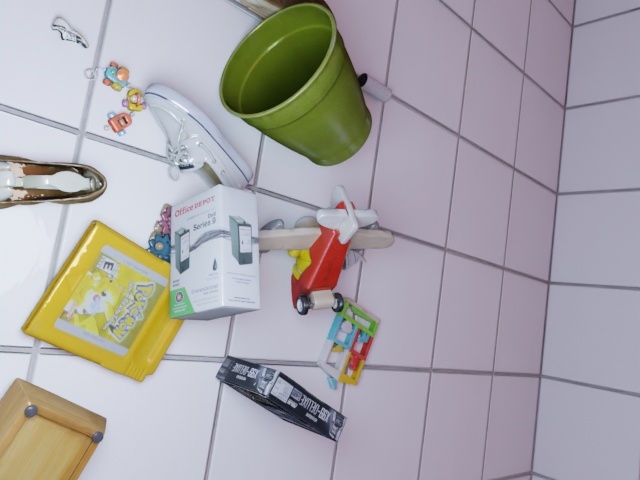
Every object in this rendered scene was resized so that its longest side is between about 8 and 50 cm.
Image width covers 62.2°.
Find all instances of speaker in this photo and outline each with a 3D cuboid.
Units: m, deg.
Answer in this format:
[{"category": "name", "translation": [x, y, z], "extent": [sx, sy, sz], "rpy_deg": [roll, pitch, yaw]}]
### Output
[{"category": "speaker", "translation": [0.190, -0.539, 1.876], "extent": [0.136, 0.055, 0.055], "rpy_deg": [17, 79, -42]}]

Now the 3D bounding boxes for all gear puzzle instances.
[{"category": "gear puzzle", "translation": [-0.304, 0.047, 1.431], "extent": [0.339, 0.044, 0.175], "rpy_deg": [32, 69, -38]}]

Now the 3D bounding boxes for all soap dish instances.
[{"category": "soap dish", "translation": [-0.611, 0.469, 1.103], "extent": [0.229, 0.118, 0.291], "rpy_deg": [43, 61, -34]}]

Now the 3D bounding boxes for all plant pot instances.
[{"category": "plant pot", "translation": [-0.030, -0.400, 1.507], "extent": [0.353, 0.366, 0.366], "rpy_deg": [39, 65, -49]}]

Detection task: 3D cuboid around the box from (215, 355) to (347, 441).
[{"category": "box", "translation": [-0.109, 0.440, 1.483], "extent": [0.307, 0.242, 0.076], "rpy_deg": [45, 62, -34]}]

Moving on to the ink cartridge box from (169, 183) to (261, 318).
[{"category": "ink cartridge box", "translation": [-0.258, 0.036, 1.281], "extent": [0.121, 0.211, 0.289], "rpy_deg": [13, 66, -47]}]

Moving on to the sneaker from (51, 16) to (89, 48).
[{"category": "sneaker", "translation": [-0.566, -0.461, 1.199], "extent": [0.083, 0.032, 0.037], "rpy_deg": [41, 78, -30]}]

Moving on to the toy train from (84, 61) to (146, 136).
[{"category": "toy train", "translation": [-0.480, -0.341, 1.265], "extent": [0.125, 0.046, 0.166], "rpy_deg": [-37, 115, -37]}]

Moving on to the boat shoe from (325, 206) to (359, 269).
[{"category": "boat shoe", "translation": [0.063, 0.000, 1.744], "extent": [0.076, 0.083, 0.226], "rpy_deg": [-47, 121, -33]}]

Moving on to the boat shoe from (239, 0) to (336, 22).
[{"category": "boat shoe", "translation": [-0.089, -0.678, 1.560], "extent": [0.341, 0.110, 0.121], "rpy_deg": [13, 79, -45]}]

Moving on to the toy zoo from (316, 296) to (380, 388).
[{"category": "toy zoo", "translation": [0.092, 0.365, 1.811], "extent": [0.192, 0.030, 0.293], "rpy_deg": [38, 66, -36]}]

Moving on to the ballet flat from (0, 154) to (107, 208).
[{"category": "ballet flat", "translation": [-0.606, -0.120, 1.097], "extent": [0.342, 0.124, 0.116], "rpy_deg": [-2, 91, -42]}]

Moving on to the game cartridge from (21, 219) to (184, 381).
[{"category": "game cartridge", "translation": [-0.471, 0.153, 1.255], "extent": [0.324, 0.053, 0.285], "rpy_deg": [38, 72, -36]}]

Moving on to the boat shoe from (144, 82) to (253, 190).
[{"category": "boat shoe", "translation": [-0.333, -0.222, 1.358], "extent": [0.367, 0.136, 0.156], "rpy_deg": [49, 62, -43]}]

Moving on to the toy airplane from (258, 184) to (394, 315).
[{"category": "toy airplane", "translation": [0.000, 0.000, 1.556], "extent": [0.384, 0.272, 0.386], "rpy_deg": [-36, 134, 2]}]
